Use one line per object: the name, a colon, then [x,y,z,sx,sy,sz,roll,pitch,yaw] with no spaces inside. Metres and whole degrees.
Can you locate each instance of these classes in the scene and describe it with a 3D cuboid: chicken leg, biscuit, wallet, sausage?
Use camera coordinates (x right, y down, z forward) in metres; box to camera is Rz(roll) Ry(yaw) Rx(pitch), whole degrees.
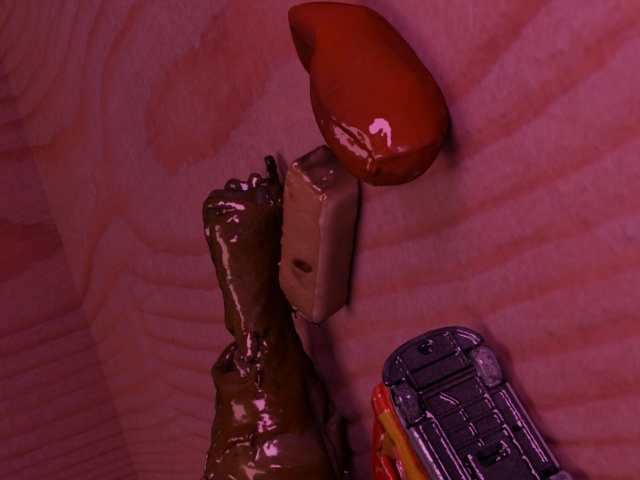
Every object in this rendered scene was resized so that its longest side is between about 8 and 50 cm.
chicken leg: [-0.058,0.131,1.500,0.201,0.152,0.429,-143,46,-74]
biscuit: [0.000,0.000,1.333,0.056,0.052,0.188,46,153,29]
wallet: [0.079,0.235,1.298,0.241,0.067,0.141,89,158,-44]
sausage: [0.032,-0.108,1.094,0.089,0.089,0.179,93,157,-48]

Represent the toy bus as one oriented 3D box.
toy bus: [0.115,0.157,1.086,0.194,0.087,0.089,59,168,32]
